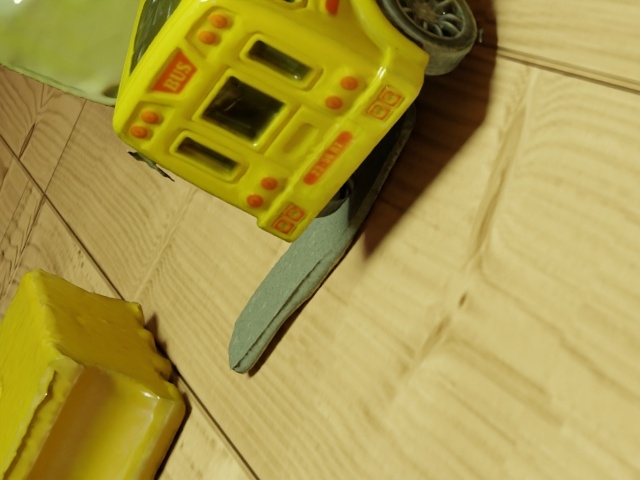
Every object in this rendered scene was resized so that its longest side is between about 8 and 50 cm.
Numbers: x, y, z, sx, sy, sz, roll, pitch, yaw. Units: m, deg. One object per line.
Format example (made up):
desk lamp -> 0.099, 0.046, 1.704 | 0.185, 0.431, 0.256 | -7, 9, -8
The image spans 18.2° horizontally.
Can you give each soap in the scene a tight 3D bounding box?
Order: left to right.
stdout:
soap -> -0.206, 0.195, 1.289 | 0.324, 0.096, 0.204 | -64, 18, 9

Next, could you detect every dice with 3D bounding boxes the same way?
dice -> -0.190, -0.256, 1.596 | 0.238, 0.233, 0.227 | -62, 17, 12

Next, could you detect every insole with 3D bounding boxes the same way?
insole -> 0.000, 0.000, 1.076 | 0.192, 0.010, 0.063 | -54, 22, 31

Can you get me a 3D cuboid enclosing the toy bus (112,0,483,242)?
toy bus -> -0.008, -0.166, 1.058 | 0.144, 0.152, 0.330 | -50, 22, 40
